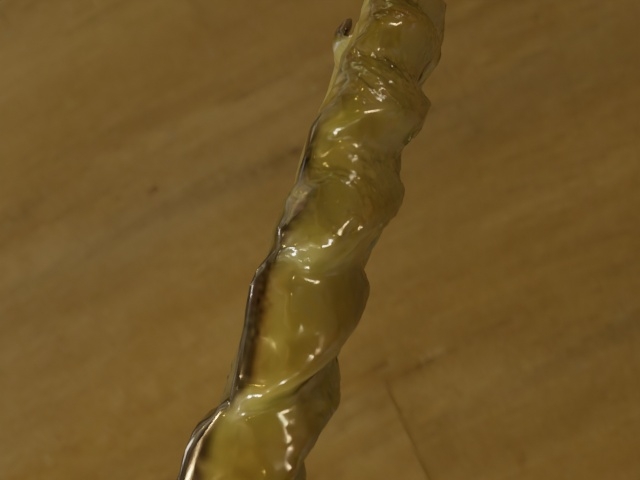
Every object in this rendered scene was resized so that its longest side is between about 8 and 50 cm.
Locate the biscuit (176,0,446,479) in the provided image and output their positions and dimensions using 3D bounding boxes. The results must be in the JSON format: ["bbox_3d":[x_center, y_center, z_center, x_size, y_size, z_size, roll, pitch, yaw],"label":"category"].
[{"bbox_3d":[0.000,0.000,0.590,0.036,0.187,0.273,18,21,0],"label":"biscuit"}]
